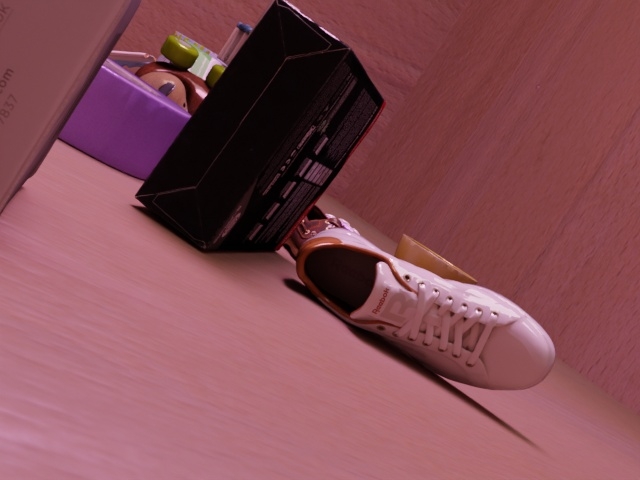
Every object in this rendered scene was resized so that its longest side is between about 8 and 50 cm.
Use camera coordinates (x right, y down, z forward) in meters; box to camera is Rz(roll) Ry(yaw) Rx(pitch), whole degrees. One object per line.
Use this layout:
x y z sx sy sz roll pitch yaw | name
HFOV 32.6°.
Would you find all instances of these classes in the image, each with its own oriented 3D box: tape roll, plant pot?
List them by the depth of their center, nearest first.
-0.283 -0.177 1.235 0.275 0.090 0.275 33 3 -2 | tape roll
0.156 0.066 1.657 0.134 0.095 0.134 32 4 -3 | plant pot

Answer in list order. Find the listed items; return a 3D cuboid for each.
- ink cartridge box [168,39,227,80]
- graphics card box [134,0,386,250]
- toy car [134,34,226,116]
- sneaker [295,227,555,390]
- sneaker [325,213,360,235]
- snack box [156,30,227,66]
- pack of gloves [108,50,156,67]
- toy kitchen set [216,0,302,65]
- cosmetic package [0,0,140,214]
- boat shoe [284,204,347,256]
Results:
-0.164 -0.183 1.681 0.208 0.153 0.087 31 45 -15 | ink cartridge box
-0.045 -0.102 1.160 0.094 0.233 0.371 37 5 6 | graphics card box
-0.205 -0.178 1.495 0.149 0.155 0.188 32 14 -4 | toy car
0.100 0.081 1.127 0.290 0.106 0.123 24 9 10 | sneaker
0.038 0.021 1.525 0.170 0.068 0.071 34 10 14 | sneaker
-0.251 -0.270 1.955 0.070 0.174 0.207 31 5 -33 | snack box
-0.357 -0.259 1.637 0.232 0.046 0.195 5 5 2 | pack of gloves
-0.045 -0.271 1.631 0.166 0.122 0.207 31 7 -19 | toy kitchen set
-0.335 -0.202 0.621 0.453 0.161 0.230 32 4 -12 | cosmetic package
0.000 0.000 1.425 0.073 0.073 0.207 32 5 -30 | boat shoe
